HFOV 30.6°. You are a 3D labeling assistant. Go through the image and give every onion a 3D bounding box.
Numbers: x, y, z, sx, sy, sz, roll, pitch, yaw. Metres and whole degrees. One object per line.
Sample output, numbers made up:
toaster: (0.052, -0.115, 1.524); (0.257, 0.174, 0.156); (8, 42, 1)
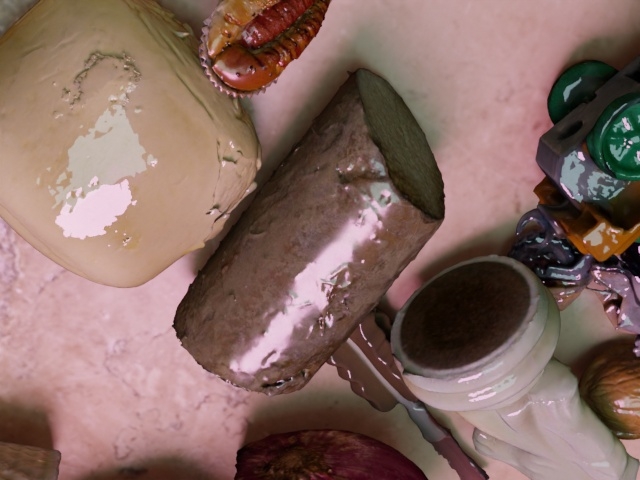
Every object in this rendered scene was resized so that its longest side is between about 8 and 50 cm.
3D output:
onion: (0.019, 0.314, 1.228); (0.230, 0.256, 0.272); (-9, 135, 4)

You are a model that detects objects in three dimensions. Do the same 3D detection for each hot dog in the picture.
hot dog: (-0.042, -0.209, 1.034); (0.099, 0.053, 0.192); (44, 70, -27)

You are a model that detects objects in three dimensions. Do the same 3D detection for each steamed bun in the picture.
steamed bun: (-0.190, -0.092, 1.059); (0.232, 0.166, 0.273); (-34, 115, 12)

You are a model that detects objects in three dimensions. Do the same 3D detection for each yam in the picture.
yam: (0.000, 0.000, 1.125); (0.168, 0.168, 0.304); (33, 109, -20)

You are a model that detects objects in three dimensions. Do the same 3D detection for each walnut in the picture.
walnut: (0.340, 0.166, 1.280); (0.124, 0.105, 0.105); (1, 116, -14)

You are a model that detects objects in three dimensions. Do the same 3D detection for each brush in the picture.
brush: (0.100, 0.176, 1.283); (0.084, 0.071, 0.301); (-28, 121, 23)

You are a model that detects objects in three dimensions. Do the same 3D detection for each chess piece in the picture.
chess piece: (0.208, 0.169, 1.223); (0.175, 0.176, 0.298); (-30, 123, 9)

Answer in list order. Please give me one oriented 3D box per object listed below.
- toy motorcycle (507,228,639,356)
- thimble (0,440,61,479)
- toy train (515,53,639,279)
toy motorcycle: (0.306, 0.059, 1.228); (0.229, 0.094, 0.130); (7, 120, 2)
thimble: (-0.363, 0.327, 1.196); (0.150, 0.271, 0.271); (11, 114, -12)
toy train: (0.381, -0.105, 1.094); (0.429, 0.178, 0.249); (-41, 108, 9)
